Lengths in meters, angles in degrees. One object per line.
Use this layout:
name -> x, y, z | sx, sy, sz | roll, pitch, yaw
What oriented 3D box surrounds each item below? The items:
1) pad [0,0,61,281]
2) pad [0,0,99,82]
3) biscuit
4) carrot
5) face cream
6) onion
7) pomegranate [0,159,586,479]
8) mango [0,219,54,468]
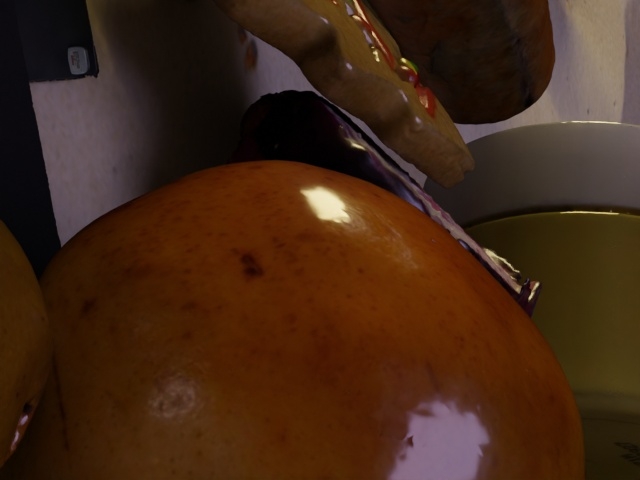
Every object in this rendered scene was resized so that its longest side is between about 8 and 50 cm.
pad -> -0.155, -0.036, 0.853 | 0.112, 0.003, 0.157 | -15, 95, -60
pad -> -0.151, -0.167, 0.903 | 0.116, 0.004, 0.193 | -15, 96, -61
biscuit -> 0.000, -0.116, 1.007 | 0.238, 0.041, 0.212 | 42, 11, -19
carrot -> 0.058, -0.205, 1.200 | 0.302, 0.138, 0.139 | 59, 33, -49
face cream -> 0.164, 0.056, 1.213 | 0.218, 0.218, 0.179 | 41, 47, -51
onion -> 0.000, 0.000, 1.021 | 0.195, 0.140, 0.218 | 25, 18, -46
pomegranate -> -0.016, 0.106, 0.803 | 0.264, 0.264, 0.264 | 30, 56, -57
mango -> -0.189, 0.033, 0.639 | 0.156, 0.151, 0.248 | 55, 28, 19
